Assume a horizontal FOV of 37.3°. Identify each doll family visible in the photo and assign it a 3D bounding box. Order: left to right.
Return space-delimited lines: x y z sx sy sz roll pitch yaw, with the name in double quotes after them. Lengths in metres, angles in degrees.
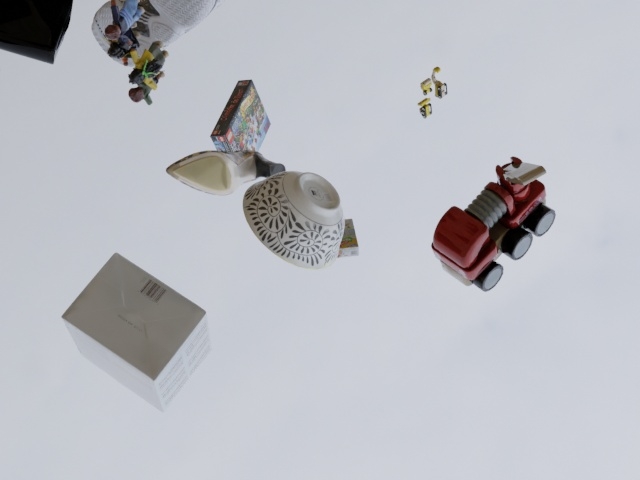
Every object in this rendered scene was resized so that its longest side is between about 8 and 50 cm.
-0.311 -0.315 1.574 0.076 0.193 0.111 -12 -147 31 "doll family"

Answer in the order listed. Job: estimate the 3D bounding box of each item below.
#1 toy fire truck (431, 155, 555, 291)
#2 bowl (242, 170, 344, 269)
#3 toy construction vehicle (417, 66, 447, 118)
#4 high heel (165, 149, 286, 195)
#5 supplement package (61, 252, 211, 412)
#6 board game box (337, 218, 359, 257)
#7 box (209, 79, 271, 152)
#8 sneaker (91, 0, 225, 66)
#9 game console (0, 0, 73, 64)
0.296 -0.050 1.599 0.217 0.246 0.158 -44 -125 -11 "toy fire truck"
-0.022 -0.047 1.392 0.080 0.170 0.170 -48 -159 35 "bowl"
0.259 -0.352 2.242 0.086 0.098 0.035 -39 -132 -25 "toy construction vehicle"
-0.226 -0.154 2.034 0.261 0.093 0.186 -2 -168 -27 "high heel"
-0.308 0.162 1.631 0.149 0.194 0.203 -53 169 -22 "supplement package"
0.000 0.000 2.044 0.154 0.026 0.103 -6 -142 -4 "board game box"
-0.210 -0.295 2.525 0.044 0.159 0.233 0 -133 23 "box"
-0.278 -0.460 1.817 0.366 0.137 0.210 -14 -154 47 "sneaker"
-0.519 -0.268 1.428 0.044 0.213 0.361 120 -18 -58 "game console"
